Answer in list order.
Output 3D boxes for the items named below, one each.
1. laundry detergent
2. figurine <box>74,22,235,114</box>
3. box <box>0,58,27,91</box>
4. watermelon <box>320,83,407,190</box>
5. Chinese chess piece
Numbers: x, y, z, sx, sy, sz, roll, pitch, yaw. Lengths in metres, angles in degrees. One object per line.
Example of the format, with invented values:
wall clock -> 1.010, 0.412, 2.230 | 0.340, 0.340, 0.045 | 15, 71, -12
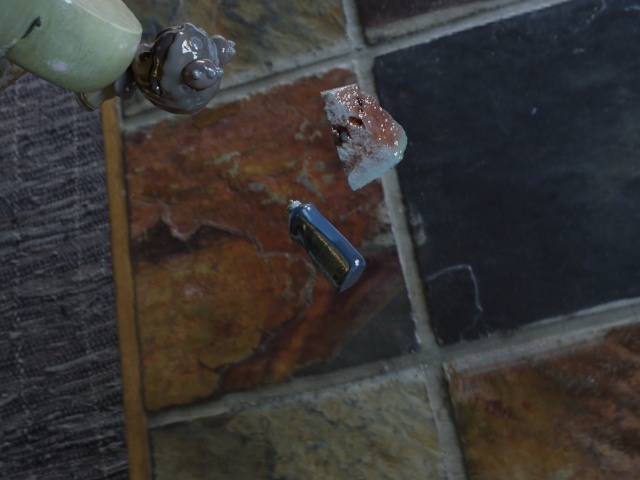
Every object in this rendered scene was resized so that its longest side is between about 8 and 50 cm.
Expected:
laundry detergent -> -0.001, 0.000, 1.354 | 0.061, 0.096, 0.206 | -28, 69, -35
figurine -> -0.395, -0.393, 1.632 | 0.381, 0.203, 0.248 | -7, 30, 11
box -> -0.478, -0.267, 1.035 | 0.098, 0.045, 0.062 | -28, 104, 24
watermelon -> 0.075, -0.224, 1.392 | 0.154, 0.241, 0.094 | -29, 41, 13
Chinese chess piece -> -0.303, -0.255, 0.725 | 0.092, 0.238, 0.237 | -47, 65, 13
